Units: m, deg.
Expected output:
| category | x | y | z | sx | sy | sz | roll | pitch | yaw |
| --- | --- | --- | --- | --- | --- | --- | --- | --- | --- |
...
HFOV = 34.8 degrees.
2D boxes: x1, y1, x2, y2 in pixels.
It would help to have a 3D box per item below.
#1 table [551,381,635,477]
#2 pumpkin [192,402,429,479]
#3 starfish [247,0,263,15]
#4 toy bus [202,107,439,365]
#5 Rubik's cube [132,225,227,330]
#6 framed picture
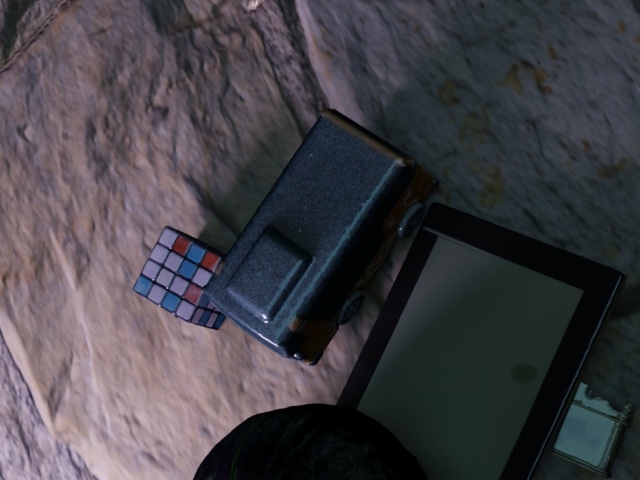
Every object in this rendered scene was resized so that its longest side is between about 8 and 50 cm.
| category | x | y | z | sx | sy | sz | roll | pitch | yaw |
| --- | --- | --- | --- | --- | --- | --- | --- | --- | --- |
| table | 0.295 | 0.204 | 1.095 | 0.062 | 0.079 | 0.083 | 20 | 85 | 22 |
| pumpkin | -0.010 | 0.328 | 1.064 | 0.315 | 0.238 | 0.315 | 11 | 108 | 36 |
| starfish | -0.037 | -0.431 | 1.331 | 0.293 | 0.084 | 0.302 | -32 | 68 | 15 |
| toy bus | 0.000 | 0.000 | 1.188 | 0.138 | 0.167 | 0.275 | 35 | 92 | 21 |
| Rubik's cube | -0.159 | 0.048 | 1.271 | 0.092 | 0.092 | 0.092 | 27 | 89 | 22 |
| framed picture | 0.156 | 0.148 | 1.148 | 0.265 | 0.016 | 0.347 | 23 | 86 | 38 |
